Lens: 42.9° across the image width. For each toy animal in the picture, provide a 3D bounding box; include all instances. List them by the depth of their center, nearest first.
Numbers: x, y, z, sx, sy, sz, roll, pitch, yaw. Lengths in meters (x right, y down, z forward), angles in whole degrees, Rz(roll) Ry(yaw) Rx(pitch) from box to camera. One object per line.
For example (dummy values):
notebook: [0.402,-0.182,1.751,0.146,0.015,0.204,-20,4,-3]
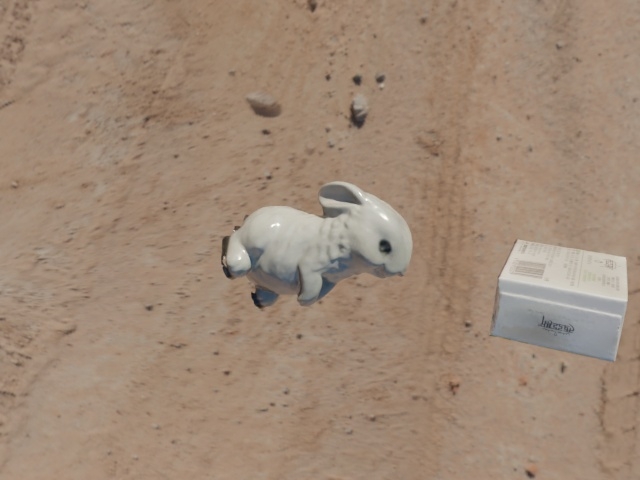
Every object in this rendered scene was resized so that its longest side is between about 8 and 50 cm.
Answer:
toy animal: [0.000,0.000,1.574,0.194,0.357,0.257,43,37,-53]

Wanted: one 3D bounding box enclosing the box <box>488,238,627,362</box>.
box: [0.396,0.089,1.340,0.194,0.260,0.111,11,105,18]
